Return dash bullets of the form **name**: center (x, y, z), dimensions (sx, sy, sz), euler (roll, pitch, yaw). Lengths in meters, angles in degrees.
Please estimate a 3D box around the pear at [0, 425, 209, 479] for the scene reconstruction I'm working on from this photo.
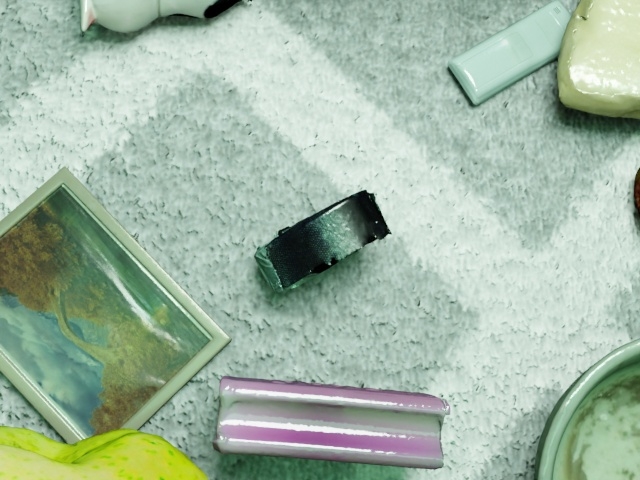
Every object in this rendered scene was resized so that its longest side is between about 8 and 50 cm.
- **pear**: center (-0.213, 0.309, 0.494), dimensions (0.390, 0.391, 0.392), euler (1, 80, -6)

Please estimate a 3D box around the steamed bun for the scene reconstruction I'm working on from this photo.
- **steamed bun**: center (0.374, -0.207, 0.769), dimensions (0.212, 0.110, 0.231), euler (29, 84, 7)

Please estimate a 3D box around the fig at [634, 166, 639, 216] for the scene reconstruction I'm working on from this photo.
- **fig**: center (0.416, -0.046, 0.747), dimensions (0.154, 0.103, 0.109), euler (-2, 102, 2)

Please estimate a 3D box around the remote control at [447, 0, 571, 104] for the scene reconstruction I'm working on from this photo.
- **remote control**: center (0.222, -0.214, 0.793), dimensions (0.162, 0.029, 0.061), euler (-32, 87, -11)

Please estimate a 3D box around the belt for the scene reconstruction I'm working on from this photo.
- **belt**: center (0.000, 0.000, 0.689), dimensions (0.140, 0.105, 0.058), euler (-30, 88, 15)

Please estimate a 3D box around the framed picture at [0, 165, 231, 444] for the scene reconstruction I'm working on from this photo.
- **framed picture**: center (-0.239, 0.072, 0.699), dimensions (0.184, 0.016, 0.250), euler (-43, 86, -12)

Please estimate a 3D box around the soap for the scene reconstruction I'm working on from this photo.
- **soap**: center (0.005, 0.167, 0.655), dimensions (0.203, 0.122, 0.066), euler (7, 80, -6)

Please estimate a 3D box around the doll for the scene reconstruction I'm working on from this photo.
- **doll**: center (-0.164, -0.277, 0.724), dimensions (0.180, 0.110, 0.107), euler (-13, 122, -10)

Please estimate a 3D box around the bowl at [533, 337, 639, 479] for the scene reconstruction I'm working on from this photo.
- **bowl**: center (0.325, 0.227, 0.660), dimensions (0.289, 0.146, 0.290), euler (0, 83, 0)
